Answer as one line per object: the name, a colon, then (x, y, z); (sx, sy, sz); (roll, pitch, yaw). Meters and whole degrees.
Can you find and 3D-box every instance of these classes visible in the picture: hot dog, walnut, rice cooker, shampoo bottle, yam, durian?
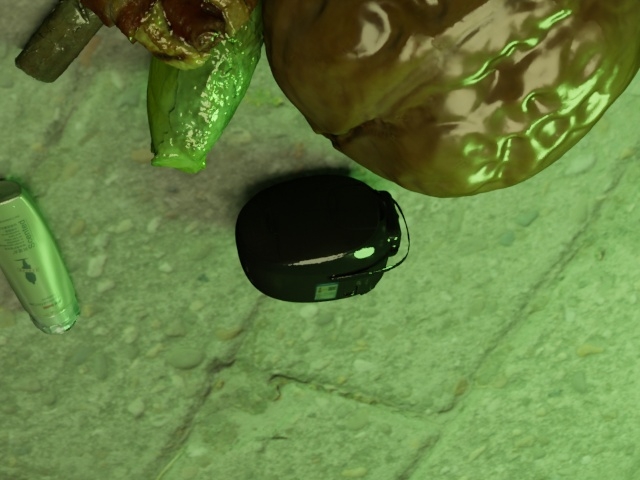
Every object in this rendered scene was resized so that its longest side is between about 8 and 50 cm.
hot dog: (-0.164, -0.263, 1.424); (0.146, 0.213, 0.103); (-51, 158, 9)
walnut: (0.137, -0.233, 1.434); (0.398, 0.308, 0.354); (-37, 114, 20)
rice cooker: (0.001, 0.000, 1.701); (0.203, 0.142, 0.118); (-4, 141, -7)
shampoo bottle: (-0.341, 0.022, 1.709); (0.072, 0.049, 0.212); (-19, 130, -1)
yam: (-0.264, -0.223, 1.526); (0.054, 0.054, 0.132); (30, 119, -30)
durian: (-0.114, -0.187, 1.526); (0.101, 0.139, 0.250); (18, 106, -29)
